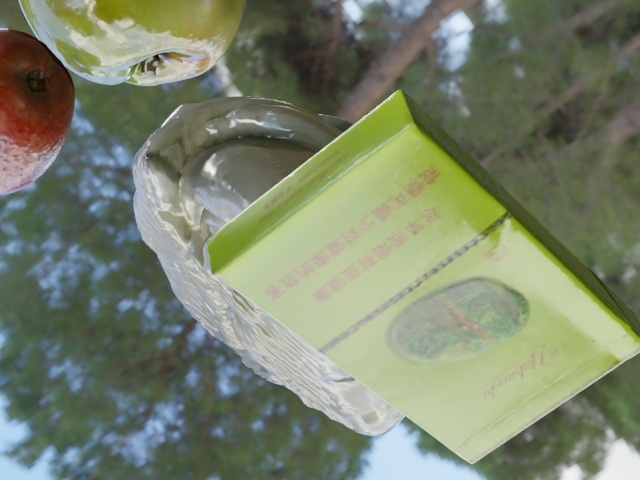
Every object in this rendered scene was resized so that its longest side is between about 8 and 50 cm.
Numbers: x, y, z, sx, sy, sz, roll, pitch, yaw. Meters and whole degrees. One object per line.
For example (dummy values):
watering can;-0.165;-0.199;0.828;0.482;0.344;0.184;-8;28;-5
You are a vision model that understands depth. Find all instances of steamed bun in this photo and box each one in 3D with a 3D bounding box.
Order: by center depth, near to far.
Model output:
steamed bun;-0.007;-0.005;1.385;0.309;0.219;0.324;31;156;37

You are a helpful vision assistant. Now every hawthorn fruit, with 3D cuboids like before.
hawthorn fruit;-0.341;-0.140;1.604;0.173;0.173;0.173;43;-154;-26

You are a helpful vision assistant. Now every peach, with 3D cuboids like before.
peach;-0.251;-0.351;1.927;0.281;0.314;0.316;-20;-79;-55

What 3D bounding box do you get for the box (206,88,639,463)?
box;0.091;0.042;1.156;0.335;0.187;0.047;39;-159;-38
